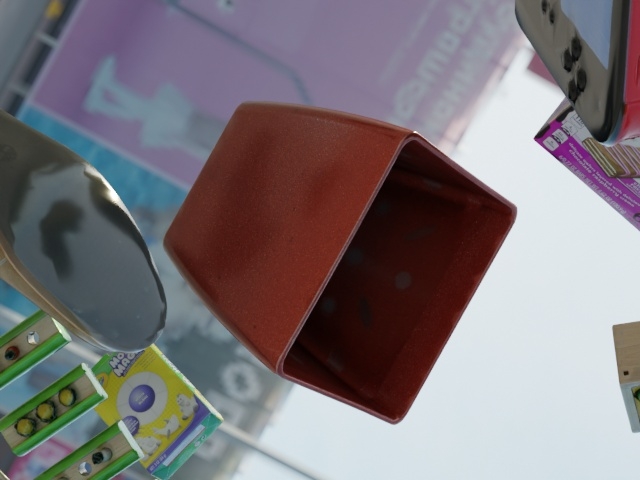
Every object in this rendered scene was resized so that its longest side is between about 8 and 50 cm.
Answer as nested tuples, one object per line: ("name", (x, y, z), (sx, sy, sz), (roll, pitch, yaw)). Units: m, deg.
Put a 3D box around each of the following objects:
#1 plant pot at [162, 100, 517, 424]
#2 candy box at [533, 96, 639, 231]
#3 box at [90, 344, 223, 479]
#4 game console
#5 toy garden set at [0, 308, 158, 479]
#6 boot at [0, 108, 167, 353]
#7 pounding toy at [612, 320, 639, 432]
("plant pot", (0.000, 0.000, 1.919), (0.267, 0.236, 0.267), (-61, 146, 0))
("candy box", (0.330, -0.112, 1.803), (0.071, 0.159, 0.233), (-51, -177, -29))
("box", (-0.209, 0.187, 2.195), (0.105, 0.179, 0.043), (-47, 148, -1))
("game console", (0.229, -0.308, 1.606), (0.342, 0.060, 0.386), (-117, -157, -58))
("toy garden set", (-0.288, 0.221, 1.811), (0.204, 0.244, 0.049), (-34, 174, 11))
("boot", (-0.241, -0.020, 1.351), (0.115, 0.305, 0.112), (-45, -179, 39))
("pounding toy", (0.461, 0.167, 2.181), (0.181, 0.206, 0.094), (65, 20, -54))
